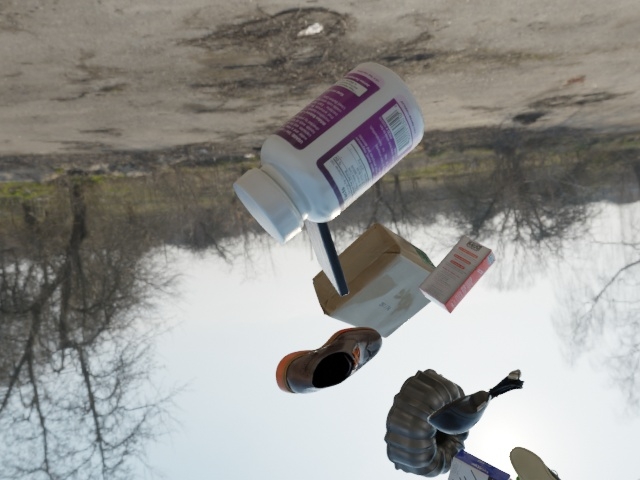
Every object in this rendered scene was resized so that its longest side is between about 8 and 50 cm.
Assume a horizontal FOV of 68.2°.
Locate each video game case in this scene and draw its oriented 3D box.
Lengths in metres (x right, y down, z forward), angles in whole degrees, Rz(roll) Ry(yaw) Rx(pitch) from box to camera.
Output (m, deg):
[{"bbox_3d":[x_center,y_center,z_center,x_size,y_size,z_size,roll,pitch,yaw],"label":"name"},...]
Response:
[{"bbox_3d":[0.000,0.000,1.129,0.026,0.196,0.274,-20,-165,-7],"label":"video game case"}]

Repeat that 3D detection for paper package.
[{"bbox_3d":[0.195,0.136,1.514,0.309,0.168,0.325,-43,136,18],"label":"paper package"}]

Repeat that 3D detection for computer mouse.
[{"bbox_3d":[0.357,0.355,1.031,0.184,0.060,0.262,-45,148,25],"label":"computer mouse"}]

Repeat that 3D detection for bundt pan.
[{"bbox_3d":[0.350,0.573,1.454,0.330,0.331,0.124,-9,-169,-40],"label":"bundt pan"}]

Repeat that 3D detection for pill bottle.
[{"bbox_3d":[0.011,-0.137,0.776,0.301,0.169,0.169,-41,-168,-11],"label":"pill bottle"}]

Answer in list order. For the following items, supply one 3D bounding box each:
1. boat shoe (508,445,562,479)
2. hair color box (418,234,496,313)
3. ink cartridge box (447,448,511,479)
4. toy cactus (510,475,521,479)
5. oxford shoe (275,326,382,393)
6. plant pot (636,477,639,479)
[{"bbox_3d":[0.674,0.723,1.407,0.095,0.079,0.254,-46,-145,-9],"label":"boat shoe"},{"bbox_3d":[0.266,0.065,0.920,0.072,0.141,0.043,37,171,45],"label":"hair color box"},{"bbox_3d":[0.275,0.512,0.882,0.097,0.207,0.046,18,-169,35],"label":"ink cartridge box"},{"bbox_3d":[0.699,0.955,1.694,0.112,0.180,0.219,20,-152,-6],"label":"toy cactus"},{"bbox_3d":[0.046,0.236,0.919,0.271,0.097,0.098,-15,-175,-43],"label":"oxford shoe"},{"bbox_3d":[0.355,0.284,0.369,0.275,0.293,0.275,38,177,2],"label":"plant pot"}]
